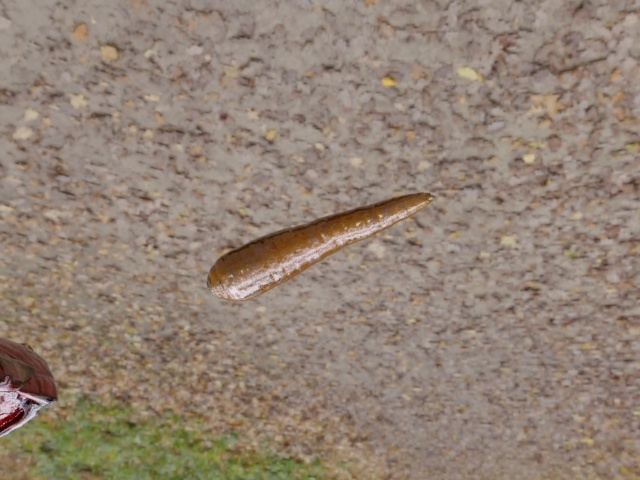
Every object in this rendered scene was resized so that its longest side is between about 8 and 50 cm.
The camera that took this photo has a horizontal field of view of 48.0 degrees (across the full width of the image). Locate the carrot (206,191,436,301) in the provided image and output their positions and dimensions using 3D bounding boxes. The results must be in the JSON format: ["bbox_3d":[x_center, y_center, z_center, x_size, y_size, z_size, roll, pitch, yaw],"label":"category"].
[{"bbox_3d":[0.000,0.000,0.634,0.216,0.048,0.048,-23,148,5],"label":"carrot"}]

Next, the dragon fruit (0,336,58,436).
[{"bbox_3d":[-0.324,0.109,0.613,0.120,0.127,0.161,-36,147,-4],"label":"dragon fruit"}]
